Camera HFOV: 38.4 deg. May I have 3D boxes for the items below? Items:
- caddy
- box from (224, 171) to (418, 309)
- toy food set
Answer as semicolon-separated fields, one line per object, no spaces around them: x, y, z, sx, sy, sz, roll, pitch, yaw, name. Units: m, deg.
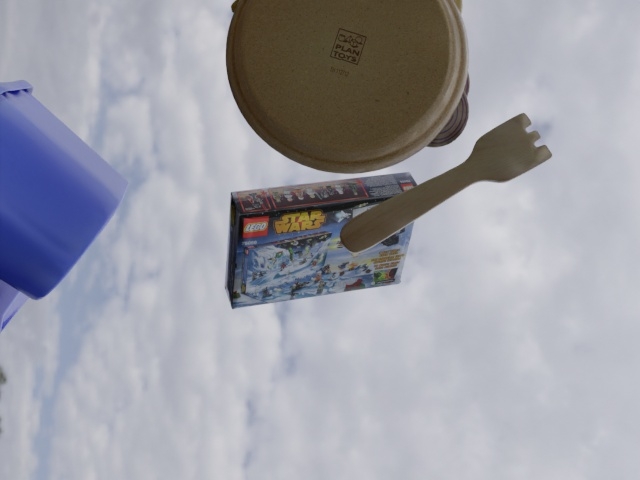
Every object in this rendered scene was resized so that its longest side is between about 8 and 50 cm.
-0.297;-0.014;0.751;0.241;0.179;0.341;-50;-166;2;caddy
0.000;0.000;0.672;0.027;0.137;0.094;-115;-155;-43;box
0.018;-0.095;0.472;0.192;0.132;0.038;61;-4;6;toy food set
